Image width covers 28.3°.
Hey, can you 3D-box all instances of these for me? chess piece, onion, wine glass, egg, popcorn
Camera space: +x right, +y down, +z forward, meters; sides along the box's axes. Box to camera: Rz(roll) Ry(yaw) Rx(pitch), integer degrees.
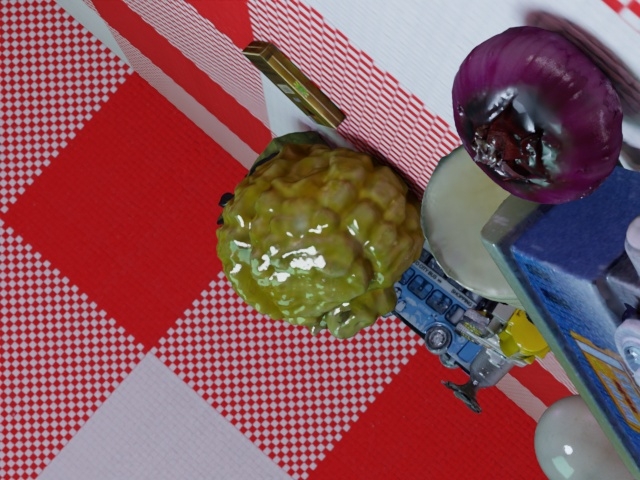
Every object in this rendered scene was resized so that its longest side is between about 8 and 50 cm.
[{"bbox_3d":[0.173,0.000,1.074,0.133,0.133,0.243,40,-177,19],"label":"chess piece"},{"bbox_3d":[0.128,-0.071,0.771,0.115,0.104,0.115,26,133,31],"label":"onion"},{"bbox_3d":[0.241,0.158,1.730,0.072,0.155,0.072,41,176,3],"label":"wine glass"},{"bbox_3d":[0.408,0.317,1.889,0.209,0.151,0.151,43,176,-30],"label":"egg"},{"bbox_3d":[0.000,0.000,1.624,0.258,0.270,0.224,31,-140,0],"label":"popcorn"}]

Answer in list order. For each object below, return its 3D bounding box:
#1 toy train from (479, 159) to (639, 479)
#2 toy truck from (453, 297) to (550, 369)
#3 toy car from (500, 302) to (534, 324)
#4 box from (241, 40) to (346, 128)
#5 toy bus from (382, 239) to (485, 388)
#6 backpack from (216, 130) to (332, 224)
[{"bbox_3d":[0.244,0.080,0.841,0.299,0.131,0.202,55,166,-30],"label":"toy train"},{"bbox_3d":[0.239,0.100,1.557,0.114,0.098,0.227,35,174,7],"label":"toy truck"},{"bbox_3d":[0.191,0.017,1.319,0.171,0.070,0.080,42,176,-34],"label":"toy car"},{"bbox_3d":[-0.033,-0.190,1.547,0.133,0.023,0.090,43,177,-18],"label":"box"},{"bbox_3d":[0.158,0.081,1.876,0.297,0.131,0.106,38,175,29],"label":"toy bus"},{"bbox_3d":[-0.045,-0.036,1.848,0.207,0.140,0.253,55,142,22],"label":"backpack"}]
